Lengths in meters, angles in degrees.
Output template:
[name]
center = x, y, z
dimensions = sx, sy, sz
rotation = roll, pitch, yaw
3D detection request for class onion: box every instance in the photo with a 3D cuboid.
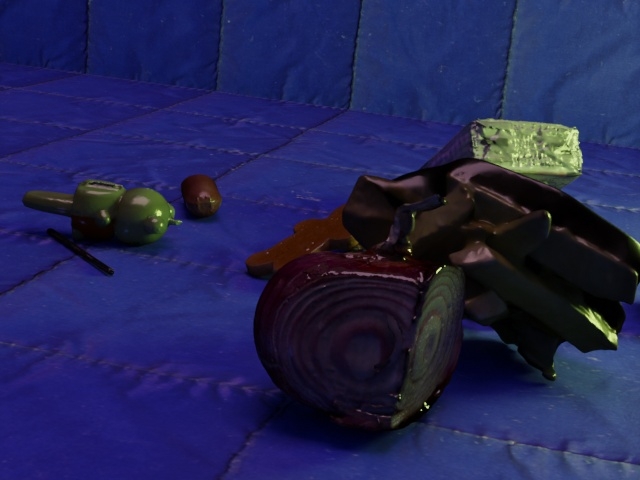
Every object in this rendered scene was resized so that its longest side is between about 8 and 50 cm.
[onion]
center = 0.043, 0.107, 1.449
dimensions = 0.230, 0.272, 0.256
rotation = 7, -22, 22

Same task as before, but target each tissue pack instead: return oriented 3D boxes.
[tissue pack]
center = 0.355, -0.136, 2.390
dimensions = 0.242, 0.125, 0.343
rotation = 4, -16, -16

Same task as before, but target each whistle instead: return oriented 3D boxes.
[whistle]
center = -0.391, -0.052, 2.101
dimensions = 0.288, 0.106, 0.131
rotation = 7, 17, 1

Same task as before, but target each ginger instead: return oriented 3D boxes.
[ginger]
center = 0.224, 0.081, 1.638
dimensions = 0.413, 0.358, 0.211
rotation = 19, 54, 22

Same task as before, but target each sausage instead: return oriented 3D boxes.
[sausage]
center = -0.244, -0.094, 2.382
dimensions = 0.077, 0.077, 0.194
rotation = 3, 15, -12

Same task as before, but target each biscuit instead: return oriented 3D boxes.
[biscuit]
center = 0.000, 0.001, 2.012
dimensions = 0.250, 0.036, 0.165
rotation = -34, 27, -29

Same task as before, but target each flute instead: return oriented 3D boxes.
[flute]
center = -0.417, 0.017, 2.013
dimensions = 0.014, 0.014, 0.269
rotation = -5, 18, -35

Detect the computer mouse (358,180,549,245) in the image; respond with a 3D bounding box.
[computer mouse]
center = 0.234, -0.020, 2.157
dimensions = 0.429, 0.145, 0.228
rotation = -7, 10, -7

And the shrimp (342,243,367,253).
[shrimp]
center = 0.063, 0.038, 2.002
dimensions = 0.090, 0.079, 0.233
rotation = 8, 9, -9
